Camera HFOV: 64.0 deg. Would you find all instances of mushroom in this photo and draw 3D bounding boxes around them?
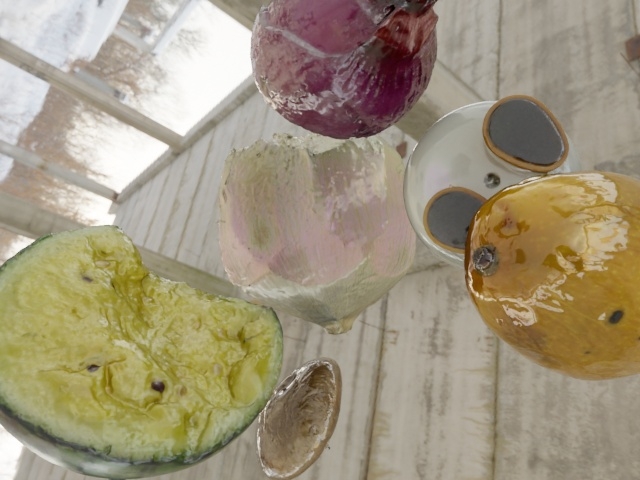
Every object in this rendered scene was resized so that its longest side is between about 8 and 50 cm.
[{"bbox_3d":[-0.046,0.360,1.060,0.278,0.146,0.278,-57,-169,17],"label":"mushroom"}]

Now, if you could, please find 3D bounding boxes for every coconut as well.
[{"bbox_3d":[0.000,0.000,1.016,0.404,0.404,0.405,-34,-138,38],"label":"coconut"}]

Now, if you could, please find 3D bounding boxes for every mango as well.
[{"bbox_3d":[0.272,0.043,0.483,0.144,0.359,0.187,34,-78,59],"label":"mango"}]

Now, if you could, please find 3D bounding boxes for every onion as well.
[{"bbox_3d":[0.045,-0.234,0.696,0.348,0.267,0.159,178,-78,-70],"label":"onion"}]

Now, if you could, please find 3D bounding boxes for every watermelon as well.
[{"bbox_3d":[-0.224,0.151,0.614,0.331,0.330,0.189,-103,-150,-46],"label":"watermelon"}]

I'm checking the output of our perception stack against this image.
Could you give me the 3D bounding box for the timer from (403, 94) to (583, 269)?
[{"bbox_3d":[0.230,-0.070,0.714,0.233,0.240,0.234,-1,-93,14],"label":"timer"}]
